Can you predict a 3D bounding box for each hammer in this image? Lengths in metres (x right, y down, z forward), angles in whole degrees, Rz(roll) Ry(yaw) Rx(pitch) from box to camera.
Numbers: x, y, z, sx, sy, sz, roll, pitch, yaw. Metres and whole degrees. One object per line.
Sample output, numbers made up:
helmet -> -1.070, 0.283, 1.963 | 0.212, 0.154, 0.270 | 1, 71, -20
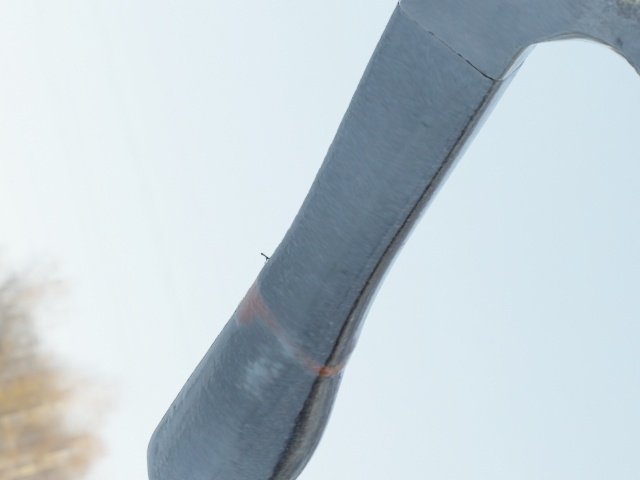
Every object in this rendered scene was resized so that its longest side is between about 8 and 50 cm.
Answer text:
hammer -> 0.000, 0.000, 0.541 | 0.137, 0.037, 0.290 | 39, -42, 7
